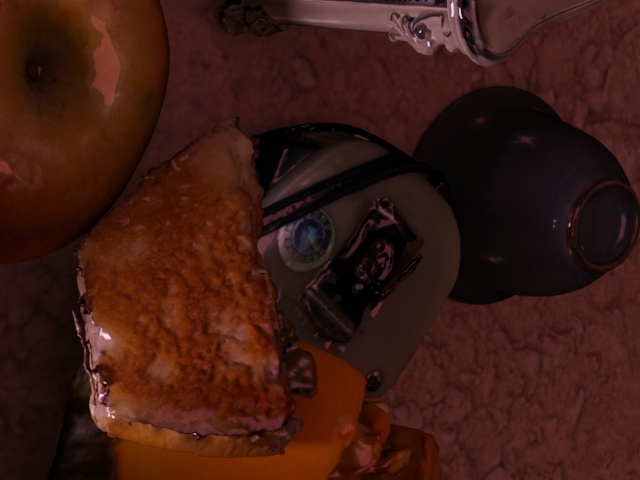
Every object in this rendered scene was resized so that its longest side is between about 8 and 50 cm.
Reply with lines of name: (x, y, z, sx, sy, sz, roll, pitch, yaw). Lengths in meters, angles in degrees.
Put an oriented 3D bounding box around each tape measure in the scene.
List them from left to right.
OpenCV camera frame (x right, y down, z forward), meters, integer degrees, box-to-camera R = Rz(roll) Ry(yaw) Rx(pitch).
tape measure: (0.000, 0.000, 1.043, 0.235, 0.115, 0.207, 38, 82, -33)

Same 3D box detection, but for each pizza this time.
pizza: (-0.089, 0.036, 0.854, 0.147, 0.069, 0.226, -9, 71, -21)

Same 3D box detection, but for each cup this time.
cup: (0.192, -0.026, 1.138, 0.199, 0.150, 0.199, -8, 105, -31)

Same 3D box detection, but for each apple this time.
apple: (-0.207, -0.104, 0.853, 0.235, 0.173, 0.210, -53, 124, -24)

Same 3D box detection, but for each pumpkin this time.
pumpkin: (-0.058, 0.191, 0.963, 0.303, 0.256, 0.225, 52, 54, -53)

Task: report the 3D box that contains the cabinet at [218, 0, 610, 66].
cabinet: (0.086, -0.281, 0.912, 0.290, 0.318, 0.227, -31, 114, -24)
